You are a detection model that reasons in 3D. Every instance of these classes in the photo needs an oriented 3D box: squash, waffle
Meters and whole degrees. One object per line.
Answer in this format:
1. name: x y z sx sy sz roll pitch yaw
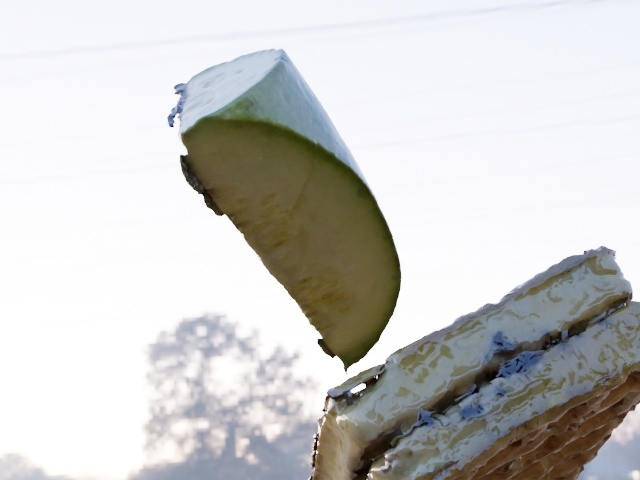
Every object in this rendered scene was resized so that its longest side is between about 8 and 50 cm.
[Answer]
1. squash: 0.000 0.000 0.847 0.093 0.252 0.169 -28 18 5
2. waffle: 0.095 0.143 0.853 0.212 0.091 0.308 -25 -25 -19
